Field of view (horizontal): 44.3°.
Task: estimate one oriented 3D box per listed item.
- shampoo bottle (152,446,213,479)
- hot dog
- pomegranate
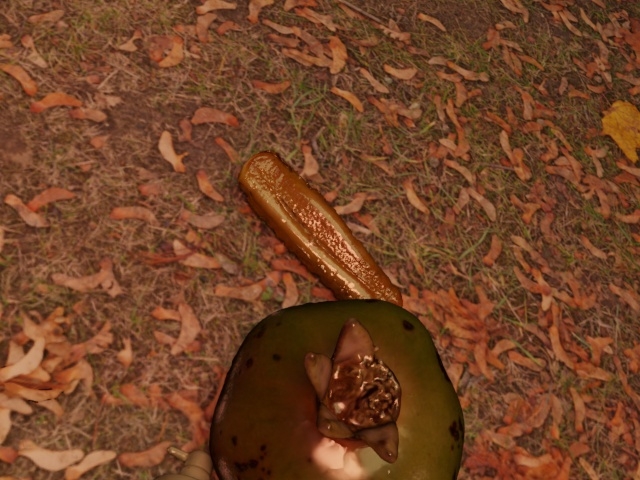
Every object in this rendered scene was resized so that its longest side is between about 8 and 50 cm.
[{"bbox_3d":[-0.156,0.315,0.760,0.085,0.085,0.262,28,39,-7],"label":"shampoo bottle"},{"bbox_3d":[-0.001,0.001,1.055,0.083,0.068,0.289,-40,87,-13],"label":"hot dog"},{"bbox_3d":[0.036,0.176,0.808,0.291,0.323,0.290,16,47,-18],"label":"pomegranate"}]
